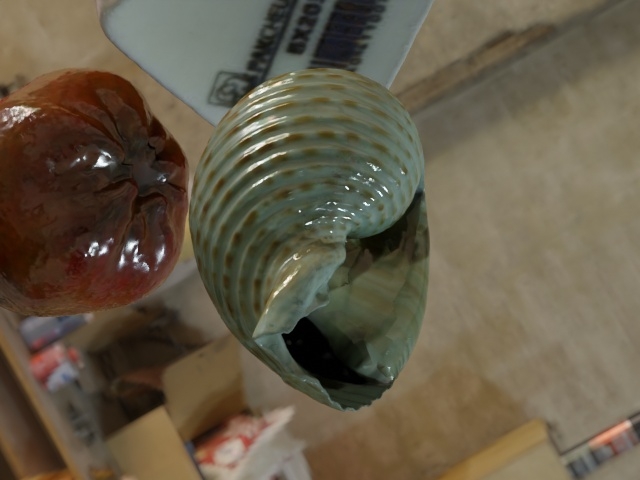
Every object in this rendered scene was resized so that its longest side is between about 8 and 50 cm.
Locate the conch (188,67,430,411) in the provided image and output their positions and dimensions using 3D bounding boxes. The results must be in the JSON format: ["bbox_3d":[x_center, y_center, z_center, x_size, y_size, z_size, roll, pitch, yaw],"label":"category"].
[{"bbox_3d":[-0.004,-0.001,0.588,0.102,0.153,0.135,-1,-36,45],"label":"conch"}]

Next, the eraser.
[{"bbox_3d":[-0.035,-0.207,1.241,0.331,0.331,0.150,54,13,-50],"label":"eraser"}]

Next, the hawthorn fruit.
[{"bbox_3d":[-0.248,-0.028,1.175,0.224,0.260,0.224,28,51,-41],"label":"hawthorn fruit"}]
